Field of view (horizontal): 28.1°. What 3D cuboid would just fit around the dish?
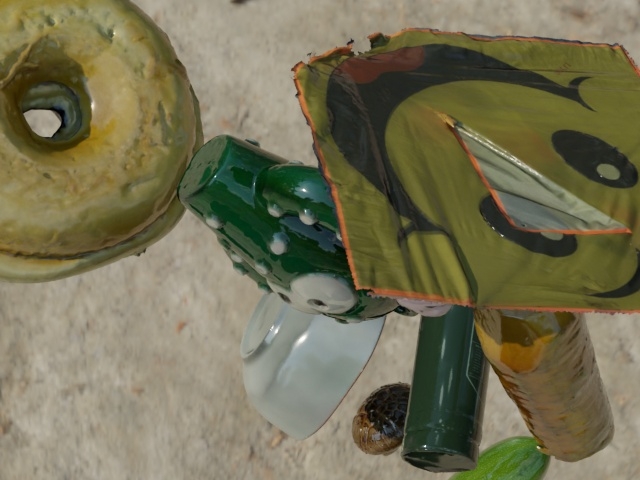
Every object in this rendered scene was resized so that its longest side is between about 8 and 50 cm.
[{"bbox_3d":[-0.024,0.122,1.672,0.117,0.256,0.256,29,52,-16],"label":"dish"}]

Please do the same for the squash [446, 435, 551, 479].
[{"bbox_3d":[0.183,0.426,1.845,0.107,0.107,0.395,41,88,20],"label":"squash"}]

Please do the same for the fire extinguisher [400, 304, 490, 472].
[{"bbox_3d":[0.163,0.130,1.580,0.095,0.114,0.311,16,64,-10],"label":"fire extinguisher"}]

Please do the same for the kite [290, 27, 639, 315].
[{"bbox_3d":[0.139,-0.044,0.800,0.327,0.013,0.377,34,42,19],"label":"kite"}]

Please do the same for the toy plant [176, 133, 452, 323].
[{"bbox_3d":[-0.002,0.001,1.079,0.232,0.243,0.112,11,66,37],"label":"toy plant"}]

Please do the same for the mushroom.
[{"bbox_3d":[0.099,0.260,1.873,0.085,0.109,0.126,32,35,-8],"label":"mushroom"}]

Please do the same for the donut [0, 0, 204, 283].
[{"bbox_3d":[-0.362,-0.151,1.691,0.449,0.198,0.449,7,74,-28],"label":"donut"}]

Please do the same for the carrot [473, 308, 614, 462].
[{"bbox_3d":[0.240,0.131,1.357,0.114,0.302,0.114,-12,50,15],"label":"carrot"}]
